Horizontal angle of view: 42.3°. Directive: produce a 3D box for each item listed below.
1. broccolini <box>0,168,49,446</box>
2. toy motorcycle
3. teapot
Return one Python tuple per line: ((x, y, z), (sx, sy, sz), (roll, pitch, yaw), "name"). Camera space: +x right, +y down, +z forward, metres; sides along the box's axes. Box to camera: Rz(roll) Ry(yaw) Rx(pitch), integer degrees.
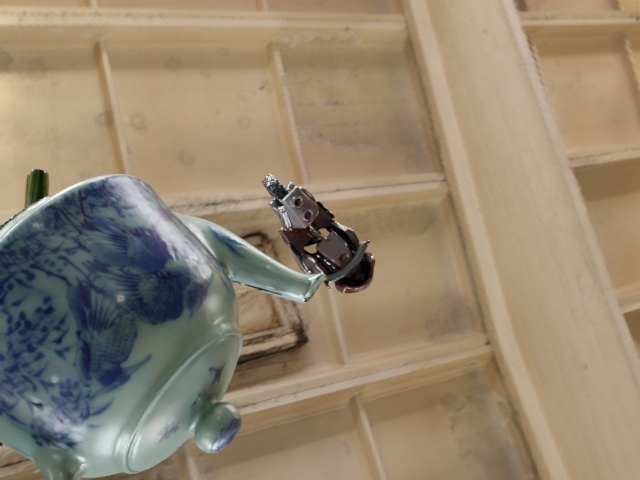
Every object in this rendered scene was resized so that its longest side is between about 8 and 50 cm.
((-0.223, 0.018, 0.565), (0.062, 0.123, 0.271), (10, -142, -14), "broccolini")
((-0.001, 0.001, 1.086), (0.082, 0.122, 0.213), (-47, -53, -11), "toy motorcycle")
((-0.104, 0.062, 0.432), (0.159, 0.159, 0.232), (48, -123, -4), "teapot")
